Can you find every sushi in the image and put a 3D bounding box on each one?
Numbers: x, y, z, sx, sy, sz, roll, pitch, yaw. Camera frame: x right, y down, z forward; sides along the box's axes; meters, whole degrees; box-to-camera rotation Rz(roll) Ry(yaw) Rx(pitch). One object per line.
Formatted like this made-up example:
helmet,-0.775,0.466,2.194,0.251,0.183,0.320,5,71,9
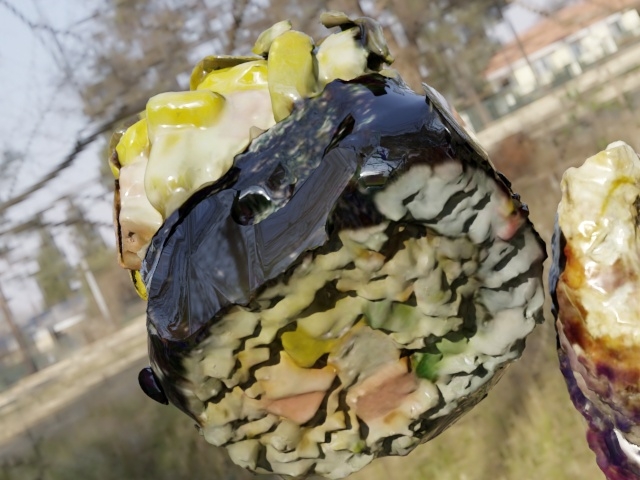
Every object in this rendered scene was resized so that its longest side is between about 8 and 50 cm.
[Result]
sushi,0.000,0.000,1.200,0.328,0.285,0.328,-44,-47,13

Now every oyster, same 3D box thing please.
oyster,0.283,0.087,1.189,0.275,0.271,0.100,-65,-9,9
